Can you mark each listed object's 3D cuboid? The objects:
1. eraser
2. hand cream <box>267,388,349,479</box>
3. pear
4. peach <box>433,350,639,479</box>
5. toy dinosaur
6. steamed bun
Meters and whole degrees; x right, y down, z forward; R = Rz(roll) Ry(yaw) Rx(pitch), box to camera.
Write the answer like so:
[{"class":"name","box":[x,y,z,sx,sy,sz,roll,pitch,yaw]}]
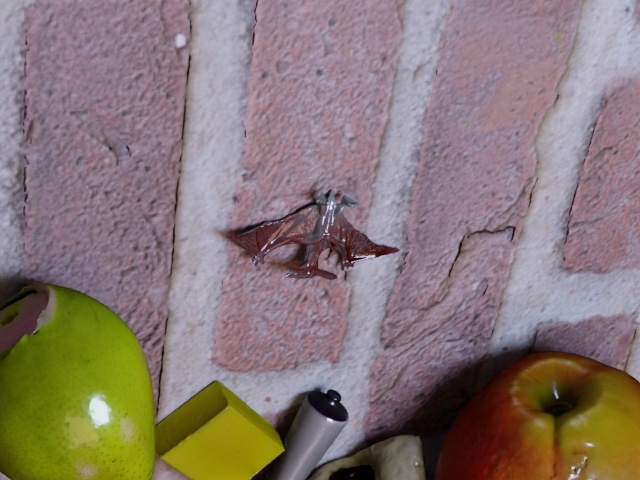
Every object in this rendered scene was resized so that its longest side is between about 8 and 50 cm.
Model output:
[{"class":"eraser","box":[-0.110,0.219,1.696,0.097,0.045,0.122,-38,135,6]},{"class":"hand cream","box":[-0.026,0.242,1.747,0.054,0.087,0.186,29,112,-4]},{"class":"pear","box":[-0.236,0.155,1.470,0.187,0.187,0.219,-34,121,3]},{"class":"peach","box":[0.272,0.310,1.779,0.290,0.372,0.372,-2,131,-2]},{"class":"toy dinosaur","box":[0.000,-0.001,1.573,0.220,0.032,0.108,5,122,-34]},{"class":"steamed bun","box":[0.050,0.317,1.808,0.155,0.140,0.172,-4,138,3]}]
